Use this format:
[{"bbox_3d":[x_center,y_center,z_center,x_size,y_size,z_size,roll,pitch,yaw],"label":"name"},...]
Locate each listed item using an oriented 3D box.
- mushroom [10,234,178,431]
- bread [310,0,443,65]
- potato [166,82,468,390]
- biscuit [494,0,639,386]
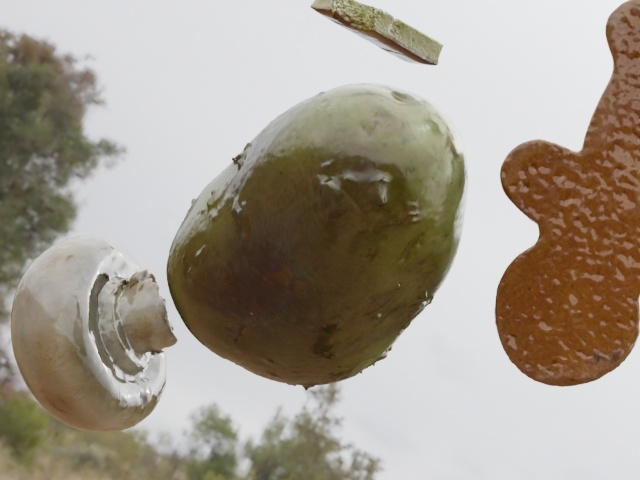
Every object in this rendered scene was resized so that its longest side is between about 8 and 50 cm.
[{"bbox_3d":[-0.244,0.105,1.299,0.178,0.226,0.226,-6,-25,15],"label":"mushroom"},{"bbox_3d":[0.094,-0.342,1.851,0.226,0.049,0.088,20,3,-41],"label":"bread"},{"bbox_3d":[0.000,0.000,0.935,0.210,0.173,0.307,44,-49,4],"label":"potato"},{"bbox_3d":[0.246,-0.032,0.914,0.205,0.324,0.049,26,-3,15],"label":"biscuit"}]
